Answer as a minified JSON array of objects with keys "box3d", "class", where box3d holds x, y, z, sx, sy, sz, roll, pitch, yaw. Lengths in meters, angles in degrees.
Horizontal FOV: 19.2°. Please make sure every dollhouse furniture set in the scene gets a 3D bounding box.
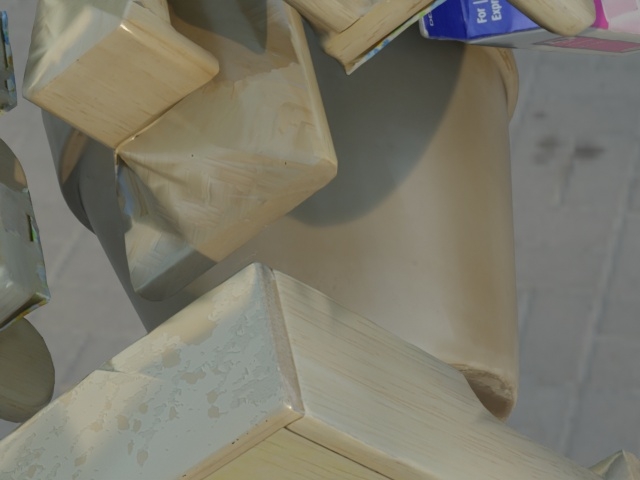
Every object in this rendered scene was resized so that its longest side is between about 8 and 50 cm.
[{"box3d":[-0.021,-0.005,0.884,0.362,0.256,0.394,-35,47,24],"class":"dollhouse furniture set"}]

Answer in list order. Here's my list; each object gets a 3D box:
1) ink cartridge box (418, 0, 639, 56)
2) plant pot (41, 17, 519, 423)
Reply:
[{"box3d":[0.140,-0.206,1.152,0.069,0.176,0.371,-10,0,28],"class":"ink cartridge box"},{"box3d":[0.000,0.000,1.219,0.323,0.323,0.280,-11,61,-8],"class":"plant pot"}]
